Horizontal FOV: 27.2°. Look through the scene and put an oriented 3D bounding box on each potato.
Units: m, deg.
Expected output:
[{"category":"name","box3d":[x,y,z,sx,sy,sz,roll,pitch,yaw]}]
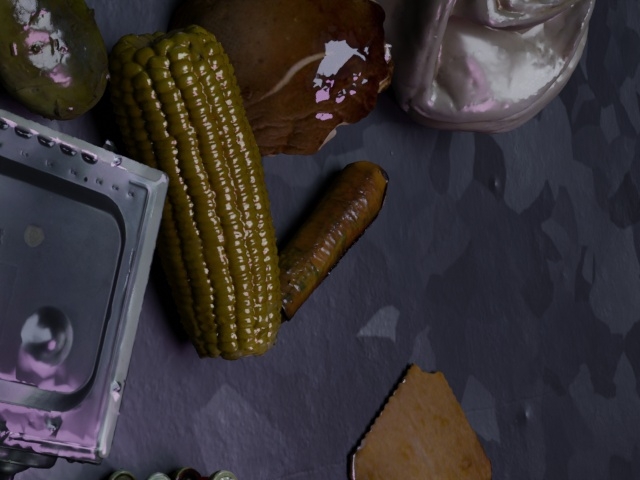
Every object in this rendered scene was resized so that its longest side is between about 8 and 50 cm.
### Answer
[{"category":"potato","box3d":[-0.272,-0.205,1.202,0.225,0.090,0.117,56,43,-34]}]

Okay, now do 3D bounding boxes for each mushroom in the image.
[{"category":"mushroom","box3d":[-0.019,-0.170,1.459,0.302,0.233,0.208,52,6,-49]}]

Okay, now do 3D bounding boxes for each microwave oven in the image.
[{"category":"microwave oven","box3d":[-0.362,0.014,0.886,0.394,0.333,0.247,21,78,-47]}]

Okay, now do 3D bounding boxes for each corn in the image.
[{"category":"corn","box3d":[-0.118,-0.045,1.333,0.131,0.131,0.344,-34,118,-47]}]

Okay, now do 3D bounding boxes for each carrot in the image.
[{"category":"carrot","box3d":[0.000,0.000,1.518,0.260,0.070,0.070,-51,122,-40]}]

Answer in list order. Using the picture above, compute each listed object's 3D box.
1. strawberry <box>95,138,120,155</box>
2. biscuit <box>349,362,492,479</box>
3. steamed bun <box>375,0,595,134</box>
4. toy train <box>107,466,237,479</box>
[{"category":"strawberry","box3d":[-0.257,0.041,1.188,0.188,0.106,0.286,20,83,-43]},{"category":"biscuit","box3d":[0.133,0.292,1.679,0.232,0.013,0.237,-52,124,-39]},{"category":"steamed bun","box3d":[0.214,-0.330,1.671,0.342,0.255,0.368,-46,118,-40]},{"category":"toy train","box3d":[-0.142,0.291,1.301,0.204,0.082,0.131,10,80,-48]}]
